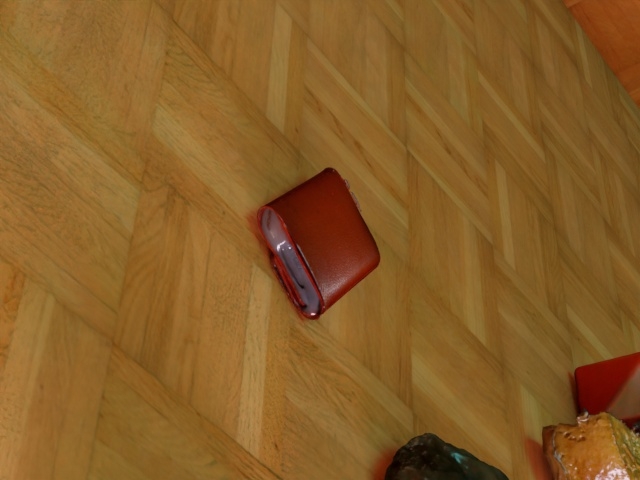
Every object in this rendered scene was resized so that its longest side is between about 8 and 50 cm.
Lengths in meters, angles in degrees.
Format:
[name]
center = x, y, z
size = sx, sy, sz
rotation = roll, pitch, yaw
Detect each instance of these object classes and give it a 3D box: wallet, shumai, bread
[wallet]
center = 0.000, 0.000, 1.611
size = 0.142, 0.045, 0.204
rotation = 63, 26, -5
[shumai]
center = 0.202, 0.322, 1.513
size = 0.222, 0.204, 0.272
rotation = 10, 54, -60
[bread]
center = 0.417, 0.342, 1.957
size = 0.229, 0.143, 0.139
rotation = 35, 37, -42

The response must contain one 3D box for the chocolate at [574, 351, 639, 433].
[chocolate]
center = 0.632, 0.323, 2.168
size = 0.360, 0.341, 0.161
rotation = 47, 42, -31
